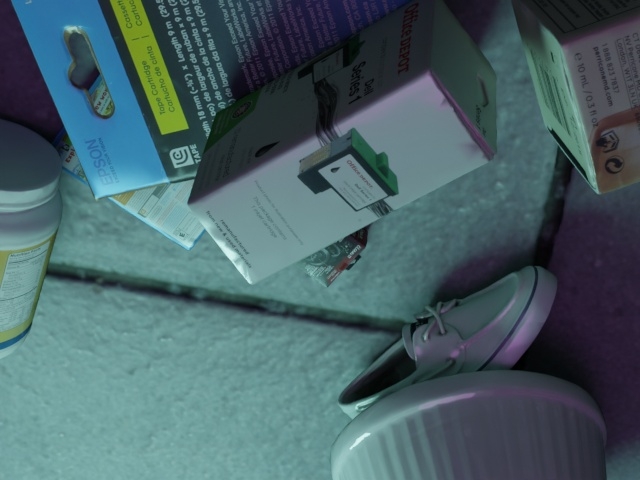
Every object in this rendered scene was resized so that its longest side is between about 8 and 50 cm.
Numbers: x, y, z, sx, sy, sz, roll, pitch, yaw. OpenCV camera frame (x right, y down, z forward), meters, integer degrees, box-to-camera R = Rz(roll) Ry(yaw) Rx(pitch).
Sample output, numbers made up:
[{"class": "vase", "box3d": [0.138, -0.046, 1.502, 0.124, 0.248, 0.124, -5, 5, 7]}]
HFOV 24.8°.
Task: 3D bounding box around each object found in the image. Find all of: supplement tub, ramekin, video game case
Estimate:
[{"class": "supplement tub", "box3d": [-0.321, 0.000, 1.350, 0.144, 0.144, 0.200, 19, 121, -4]}, {"class": "ramekin", "box3d": [0.151, 0.246, 1.391, 0.272, 0.127, 0.273, -6, 143, -5]}, {"class": "video game case", "box3d": [-0.159, -0.076, 1.360, 0.166, 0.015, 0.119, 34, 119, -13]}]

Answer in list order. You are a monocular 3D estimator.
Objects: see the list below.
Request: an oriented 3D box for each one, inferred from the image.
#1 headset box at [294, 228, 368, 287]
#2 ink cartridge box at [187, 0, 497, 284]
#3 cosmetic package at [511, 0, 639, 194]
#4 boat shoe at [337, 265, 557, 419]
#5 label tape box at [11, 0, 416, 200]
[{"class": "headset box", "box3d": [0.000, 0.000, 1.376, 0.083, 0.032, 0.062, 34, 119, -14]}, {"class": "ink cartridge box", "box3d": [0.020, -0.083, 1.129, 0.219, 0.160, 0.092, -28, 115, 20]}, {"class": "cosmetic package", "box3d": [0.308, -0.161, 1.077, 0.296, 0.153, 0.129, -19, 115, 2]}, {"class": "boat shoe", "box3d": [0.116, 0.105, 1.388, 0.084, 0.095, 0.258, 34, 118, -18]}, {"class": "label tape box", "box3d": [-0.068, -0.189, 1.228, 0.333, 0.106, 0.241, -11, 120, 13]}]
